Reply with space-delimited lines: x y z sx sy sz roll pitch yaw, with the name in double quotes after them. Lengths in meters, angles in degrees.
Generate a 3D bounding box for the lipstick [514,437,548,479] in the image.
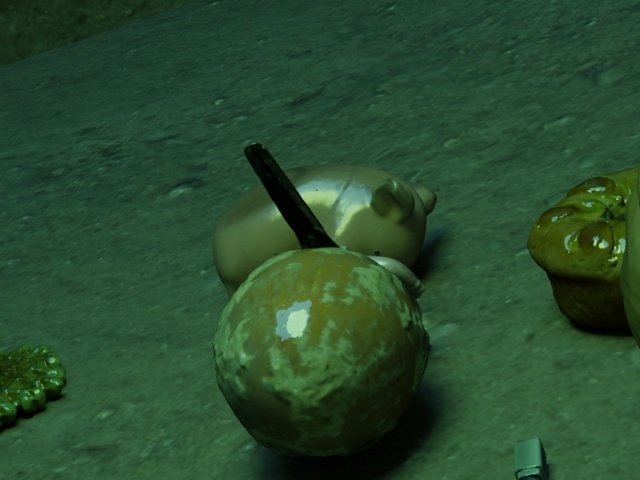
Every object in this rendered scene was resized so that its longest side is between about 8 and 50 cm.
0.182 0.213 1.669 0.025 0.025 0.107 -15 29 12 "lipstick"

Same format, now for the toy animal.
0.001 -0.009 2.164 0.250 0.154 0.166 -12 15 13 "toy animal"

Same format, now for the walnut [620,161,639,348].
0.417 -0.002 1.583 0.381 0.381 0.381 -17 22 7 "walnut"

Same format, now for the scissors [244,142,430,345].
0.005 0.011 1.917 0.160 0.317 0.024 -7 46 28 "scissors"

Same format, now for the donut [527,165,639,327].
0.324 0.002 1.917 0.226 0.114 0.226 -18 22 7 "donut"

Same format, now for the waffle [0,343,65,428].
-0.376 0.171 2.223 0.169 0.036 0.183 -25 23 -16 "waffle"

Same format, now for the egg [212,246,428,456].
0.000 0.106 1.827 0.203 0.203 0.245 -13 11 16 "egg"
